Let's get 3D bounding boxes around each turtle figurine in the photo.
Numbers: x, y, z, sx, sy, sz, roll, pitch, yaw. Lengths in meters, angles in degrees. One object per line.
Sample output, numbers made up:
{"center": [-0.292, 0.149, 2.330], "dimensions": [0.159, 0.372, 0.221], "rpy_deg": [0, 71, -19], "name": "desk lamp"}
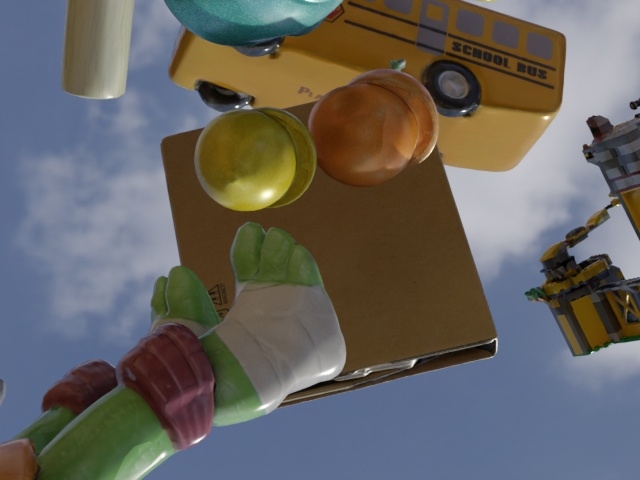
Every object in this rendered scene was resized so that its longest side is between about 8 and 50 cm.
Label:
{"center": [-0.145, 0.057, 0.630], "dimensions": [0.275, 0.266, 0.198], "rpy_deg": [42, -38, 25], "name": "turtle figurine"}

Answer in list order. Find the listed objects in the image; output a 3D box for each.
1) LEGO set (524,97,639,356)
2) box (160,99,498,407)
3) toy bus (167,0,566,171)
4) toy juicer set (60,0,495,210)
{"center": [0.307, -0.060, 1.296], "dimensions": [0.192, 0.331, 0.255], "rpy_deg": [64, -14, -3], "name": "LEGO set"}
{"center": [0.000, 0.000, 0.935], "dimensions": [0.164, 0.021, 0.201], "rpy_deg": [-13, -129, -1], "name": "box"}
{"center": [0.043, -0.160, 1.424], "dimensions": [0.108, 0.333, 0.130], "rpy_deg": [124, -21, -57], "name": "toy bus"}
{"center": [-0.040, -0.125, 0.801], "dimensions": [0.089, 0.329, 0.209], "rpy_deg": [27, -82, 40], "name": "toy juicer set"}
